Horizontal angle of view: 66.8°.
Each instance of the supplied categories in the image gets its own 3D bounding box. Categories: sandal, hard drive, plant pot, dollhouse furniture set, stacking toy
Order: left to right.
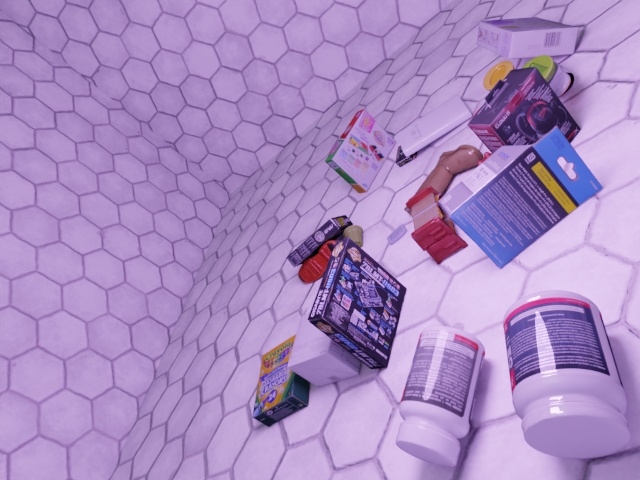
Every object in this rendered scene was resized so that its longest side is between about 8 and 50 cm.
[{"bbox_3d":[0.142,-0.007,2.002,0.083,0.083,0.079,-38,39,26],"label":"plant pot"},{"bbox_3d":[0.482,-0.496,2.091,0.308,0.040,0.203,-31,31,19],"label":"hard drive"},{"bbox_3d":[0.459,-0.117,1.515,0.374,0.152,0.201,-35,29,28],"label":"dollhouse furniture set"},{"bbox_3d":[0.695,-0.485,1.700,0.280,0.131,0.308,4,68,57],"label":"stacking toy"},{"bbox_3d":[0.789,-0.510,1.598,0.101,0.076,0.265,-62,3,32],"label":"sandal"}]

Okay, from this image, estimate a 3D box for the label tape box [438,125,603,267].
[{"bbox_3d":[0.527,-0.121,1.298,0.334,0.241,0.105,-42,24,16],"label":"label tape box"}]

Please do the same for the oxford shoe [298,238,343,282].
[{"bbox_3d":[0.008,0.092,2.099,0.271,0.096,0.098,-42,-8,32],"label":"oxford shoe"}]

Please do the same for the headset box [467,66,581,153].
[{"bbox_3d":[0.596,-0.347,1.436,0.218,0.293,0.110,-52,24,-1],"label":"headset box"}]

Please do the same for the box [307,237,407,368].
[{"bbox_3d":[0.123,0.191,1.476,0.073,0.296,0.293,-22,37,43],"label":"box"}]

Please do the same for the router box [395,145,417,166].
[{"bbox_3d":[0.387,-0.395,2.169,0.092,0.038,0.122,-27,32,39],"label":"router box"}]

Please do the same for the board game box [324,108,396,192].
[{"bbox_3d":[0.195,-0.420,2.289,0.064,0.242,0.316,-2,52,59],"label":"board game box"}]

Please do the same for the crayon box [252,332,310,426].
[{"bbox_3d":[-0.131,0.479,1.759,0.203,0.083,0.322,-37,27,27],"label":"crayon box"}]

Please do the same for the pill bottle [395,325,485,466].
[{"bbox_3d":[0.278,0.359,1.135,0.161,0.161,0.283,-18,39,50],"label":"pill bottle"}]

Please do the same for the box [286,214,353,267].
[{"bbox_3d":[0.000,0.000,2.115,0.270,0.060,0.216,-41,-7,19],"label":"box"}]

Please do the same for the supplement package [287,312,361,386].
[{"bbox_3d":[0.027,0.342,1.601,0.194,0.149,0.203,-29,32,39],"label":"supplement package"}]

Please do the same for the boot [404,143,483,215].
[{"bbox_3d":[0.445,-0.206,1.755,0.269,0.089,0.236,-54,12,-11],"label":"boot"}]

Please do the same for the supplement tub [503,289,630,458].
[{"bbox_3d":[0.464,0.250,0.936,0.191,0.191,0.272,-32,30,36],"label":"supplement tub"}]

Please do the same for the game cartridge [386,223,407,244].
[{"bbox_3d":[0.289,-0.021,1.834,0.083,0.017,0.056,-43,22,15],"label":"game cartridge"}]

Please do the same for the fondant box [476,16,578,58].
[{"bbox_3d":[0.767,-0.770,1.834,0.239,0.096,0.330,-5,30,-3],"label":"fondant box"}]
